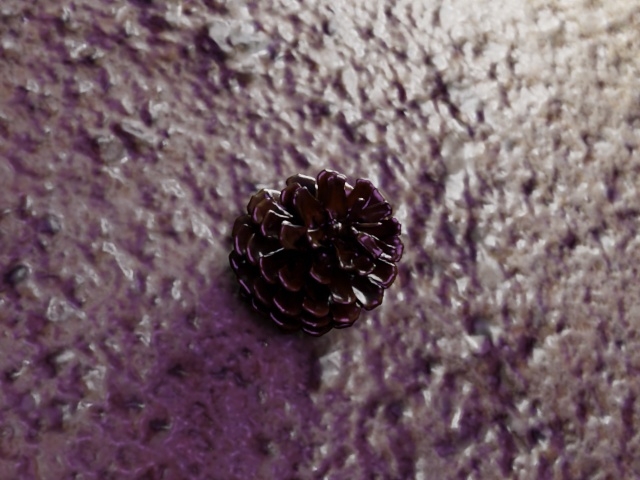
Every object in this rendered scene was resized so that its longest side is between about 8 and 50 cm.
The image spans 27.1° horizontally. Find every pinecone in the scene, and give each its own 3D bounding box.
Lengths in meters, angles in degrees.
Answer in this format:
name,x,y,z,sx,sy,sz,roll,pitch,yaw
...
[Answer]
name,x,y,z,sx,sy,sz,roll,pitch,yaw
pinecone,0.005,0.005,1.271,0.163,0.165,0.162,9,69,-24
